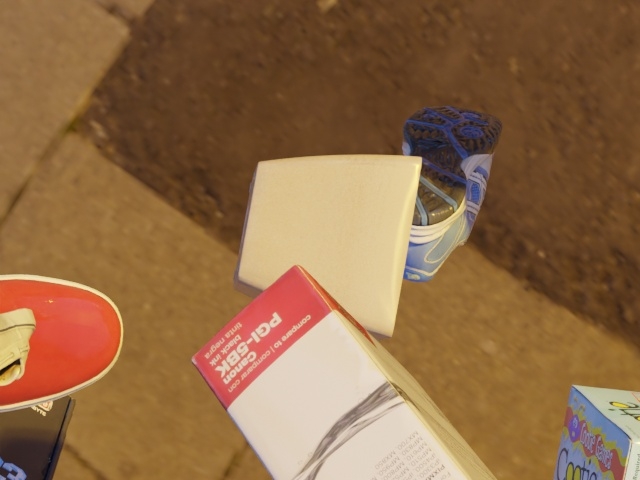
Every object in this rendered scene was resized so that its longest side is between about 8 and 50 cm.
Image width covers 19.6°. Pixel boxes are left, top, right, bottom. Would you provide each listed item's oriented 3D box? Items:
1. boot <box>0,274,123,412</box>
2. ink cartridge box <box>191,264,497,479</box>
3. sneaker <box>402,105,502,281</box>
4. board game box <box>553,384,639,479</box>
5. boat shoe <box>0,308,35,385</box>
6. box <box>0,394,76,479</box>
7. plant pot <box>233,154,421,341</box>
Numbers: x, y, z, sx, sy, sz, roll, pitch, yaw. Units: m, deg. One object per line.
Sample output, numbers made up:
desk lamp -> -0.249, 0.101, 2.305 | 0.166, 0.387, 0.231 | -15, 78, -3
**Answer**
boot -> -0.226, 0.061, 1.115 | 0.176, 0.244, 0.088 | 162, 106, -70
ink cartridge box -> 0.025, 0.086, 0.655 | 0.056, 0.099, 0.135 | -42, 45, 2
sneaker -> 0.097, -0.045, 1.537 | 0.080, 0.081, 0.211 | 14, 35, 15
board game box -> 0.333, 0.212, 1.447 | 0.144, 0.275, 0.142 | -131, 49, -73
boat shoe -> -0.160, 0.055, 0.913 | 0.035, 0.100, 0.035 | -14, 90, 1
box -> -0.373, 0.179, 1.557 | 0.073, 0.295, 0.293 | -43, 21, 36
plant pot -> 0.000, 0.000, 1.131 | 0.096, 0.109, 0.109 | 10, 84, -5
